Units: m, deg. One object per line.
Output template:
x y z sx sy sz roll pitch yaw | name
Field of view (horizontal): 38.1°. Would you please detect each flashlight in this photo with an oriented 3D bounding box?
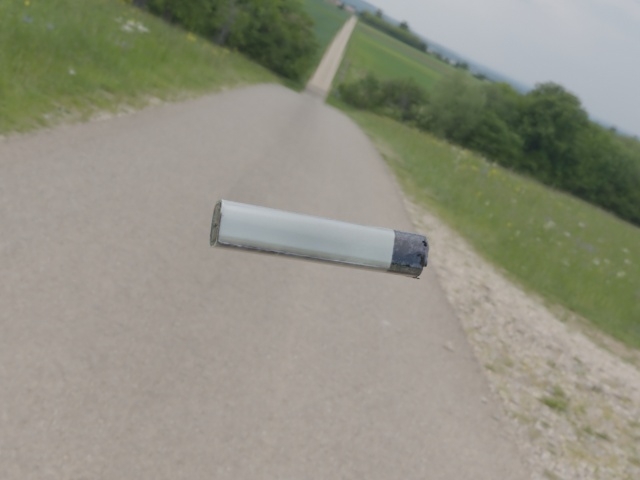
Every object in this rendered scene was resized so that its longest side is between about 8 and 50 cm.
0.000 0.000 0.356 0.083 0.018 0.018 9 -3 -16 | flashlight
